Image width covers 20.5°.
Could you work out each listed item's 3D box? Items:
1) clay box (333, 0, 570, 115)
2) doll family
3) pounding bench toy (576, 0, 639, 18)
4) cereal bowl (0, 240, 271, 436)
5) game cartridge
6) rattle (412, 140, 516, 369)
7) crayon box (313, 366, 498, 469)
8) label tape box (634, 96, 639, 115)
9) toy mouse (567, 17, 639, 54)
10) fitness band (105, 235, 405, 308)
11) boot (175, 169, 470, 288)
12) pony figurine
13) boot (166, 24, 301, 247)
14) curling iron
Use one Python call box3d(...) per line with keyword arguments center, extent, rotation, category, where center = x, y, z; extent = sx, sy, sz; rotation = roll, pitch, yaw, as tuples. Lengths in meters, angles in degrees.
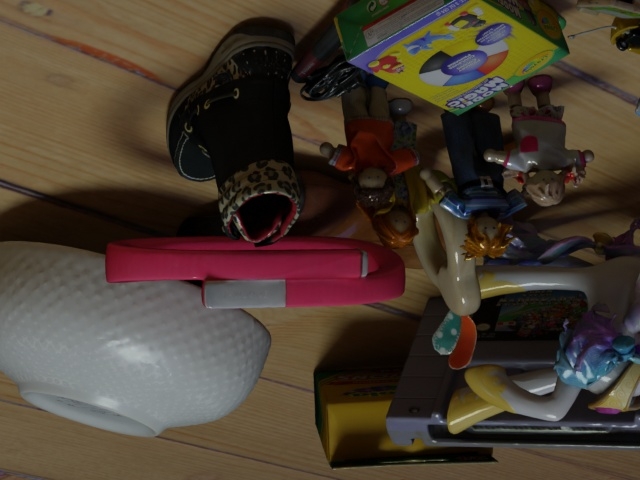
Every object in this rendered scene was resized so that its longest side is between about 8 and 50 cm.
box3d(center=(0.127, -0.177, 1.568), extent=(0.127, 0.053, 0.222), rotation=(-28, 154, 27), category="clay box")
box3d(center=(0.124, -0.063, 1.709), extent=(0.263, 0.163, 0.118), rotation=(0, 153, -8), category="doll family")
box3d(center=(0.252, -0.228, 1.523), extent=(0.052, 0.065, 0.083), rotation=(10, -179, -26), category="pounding bench toy")
box3d(center=(-0.233, 0.125, 1.940), extent=(0.339, 0.141, 0.339), rotation=(15, 165, 4), category="cereal bowl")
box3d(center=(0.270, 0.143, 2.029), extent=(0.355, 0.230, 0.068), rotation=(-2, 131, 21), category="game cartridge")
box3d(center=(0.168, 0.015, 1.816), extent=(0.142, 0.200, 0.130), rotation=(-18, 177, -32), category="rattle")
box3d(center=(0.101, 0.215, 2.194), extent=(0.202, 0.081, 0.318), rotation=(-2, -175, -4), category="crayon box")
box3d(center=(0.445, -0.182, 1.426), extent=(0.249, 0.115, 0.348), rotation=(29, 142, 1), category="label tape box")
box3d(center=(0.325, -0.214, 1.588), extent=(0.161, 0.031, 0.143), rotation=(10, 151, -26), category="toy mouse")
box3d(center=(-0.061, 0.024, 1.699), extent=(0.291, 0.054, 0.209), rotation=(0, -174, -18), category="fitness band")
box3d(center=(0.000, 0.000, 1.942), extent=(0.280, 0.096, 0.264), rotation=(3, 146, -31), category="boot")
box3d(center=(0.325, 0.066, 1.868), extent=(0.363, 0.351, 0.303), rotation=(3, 156, 28), category="pony figurine")
box3d(center=(-0.084, -0.069, 1.648), extent=(0.085, 0.179, 0.236), rotation=(7, 150, -22), category="boot")
box3d(center=(0.045, -0.205, 1.563), extent=(0.068, 0.035, 0.274), rotation=(-6, 154, -27), category="curling iron")
